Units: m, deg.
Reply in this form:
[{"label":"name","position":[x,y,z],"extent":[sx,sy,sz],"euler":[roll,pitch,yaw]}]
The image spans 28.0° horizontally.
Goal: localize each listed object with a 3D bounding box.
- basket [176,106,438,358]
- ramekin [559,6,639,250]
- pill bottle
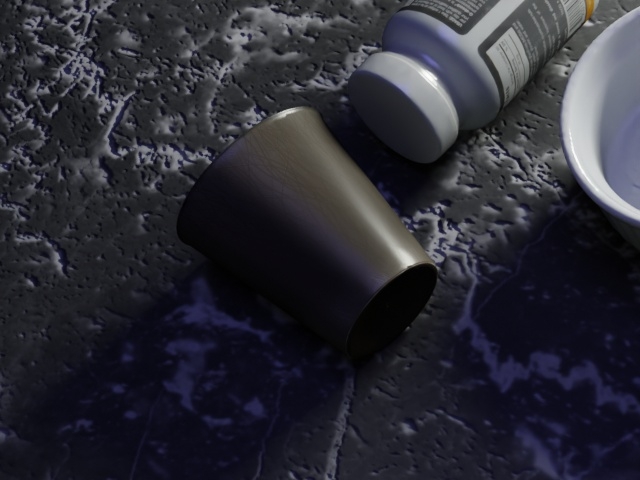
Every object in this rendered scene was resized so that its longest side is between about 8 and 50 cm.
[{"label":"basket","position":[0.000,0.000,1.327],"extent":[0.204,0.154,0.227],"euler":[-41,64,-13]},{"label":"ramekin","position":[0.392,-0.104,1.295],"extent":[0.277,0.135,0.277],"euler":[-11,61,20]},{"label":"pill bottle","position":[0.168,-0.225,1.424],"extent":[0.162,0.162,0.278],"euler":[35,70,27]}]
